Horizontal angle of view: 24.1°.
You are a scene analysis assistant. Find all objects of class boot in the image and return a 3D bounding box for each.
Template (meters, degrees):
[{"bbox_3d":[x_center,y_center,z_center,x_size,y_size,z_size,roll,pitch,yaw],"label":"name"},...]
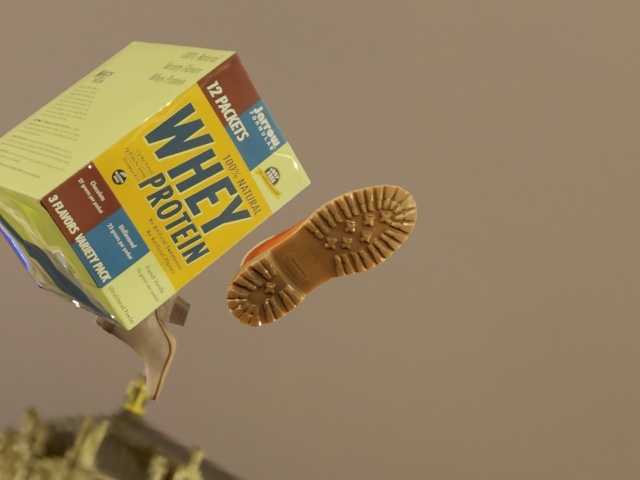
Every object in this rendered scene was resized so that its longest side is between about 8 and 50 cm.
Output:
[{"bbox_3d":[-0.186,0.093,1.511,0.087,0.118,0.042,19,-3,-2],"label":"boot"},{"bbox_3d":[0.000,0.000,1.131,0.059,0.158,0.084,59,9,-12],"label":"boot"}]

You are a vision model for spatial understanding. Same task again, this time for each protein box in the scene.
[{"bbox_3d":[-0.159,-0.054,1.265,0.200,0.201,0.136,16,-39,57],"label":"protein box"}]
